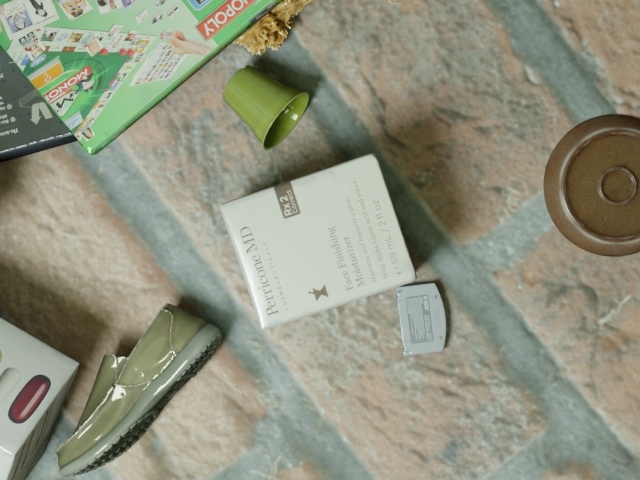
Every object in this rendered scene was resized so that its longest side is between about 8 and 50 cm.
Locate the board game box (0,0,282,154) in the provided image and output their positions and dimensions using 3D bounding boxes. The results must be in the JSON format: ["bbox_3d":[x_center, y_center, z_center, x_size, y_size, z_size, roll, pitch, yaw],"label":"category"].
[{"bbox_3d":[-0.199,-0.275,1.503,0.317,0.046,0.213,-39,93,3],"label":"board game box"}]

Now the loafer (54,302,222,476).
[{"bbox_3d":[-0.226,0.174,1.602,0.087,0.094,0.251,44,88,11],"label":"loafer"}]

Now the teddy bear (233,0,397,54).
[{"bbox_3d":[-0.007,-0.367,1.555,0.338,0.113,0.245,-23,94,3],"label":"teddy bear"}]

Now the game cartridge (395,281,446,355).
[{"bbox_3d":[0.121,0.093,1.616,0.056,0.017,0.083,-6,92,6],"label":"game cartridge"}]

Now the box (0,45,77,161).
[{"bbox_3d":[-0.372,-0.175,1.582,0.156,0.093,0.158,-15,91,1],"label":"box"}]

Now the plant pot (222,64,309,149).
[{"bbox_3d":[-0.069,-0.162,1.587,0.079,0.083,0.083,40,93,13],"label":"plant pot"}]

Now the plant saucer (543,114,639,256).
[{"bbox_3d":[0.348,-0.064,1.596,0.168,0.029,0.168,0,92,1],"label":"plant saucer"}]

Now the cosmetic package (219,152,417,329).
[{"bbox_3d":[0.000,0.000,1.548,0.183,0.151,0.151,-19,90,3],"label":"cosmetic package"}]

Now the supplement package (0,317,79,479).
[{"bbox_3d":[-0.435,0.173,1.527,0.262,0.145,0.204,30,136,0],"label":"supplement package"}]
